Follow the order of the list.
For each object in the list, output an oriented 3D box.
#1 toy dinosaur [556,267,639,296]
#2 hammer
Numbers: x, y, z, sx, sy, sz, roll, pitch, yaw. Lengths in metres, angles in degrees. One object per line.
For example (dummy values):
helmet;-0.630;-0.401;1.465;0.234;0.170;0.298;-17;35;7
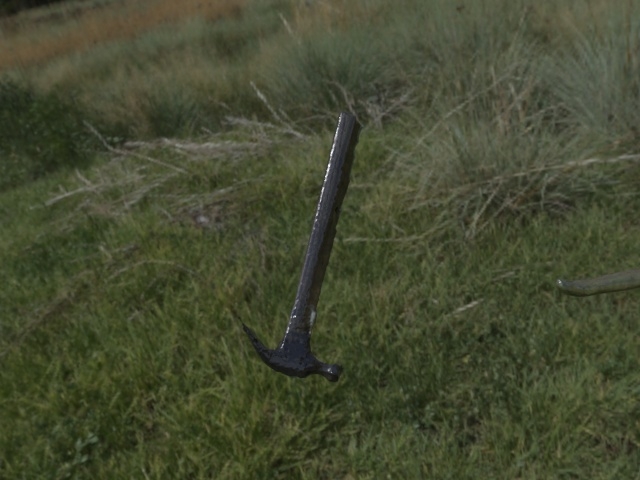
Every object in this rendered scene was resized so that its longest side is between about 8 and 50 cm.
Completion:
toy dinosaur;0.290;0.001;0.426;0.200;0.072;0.251;22;53;24
hammer;0.000;0.000;0.699;0.125;0.297;0.027;17;-8;-11
